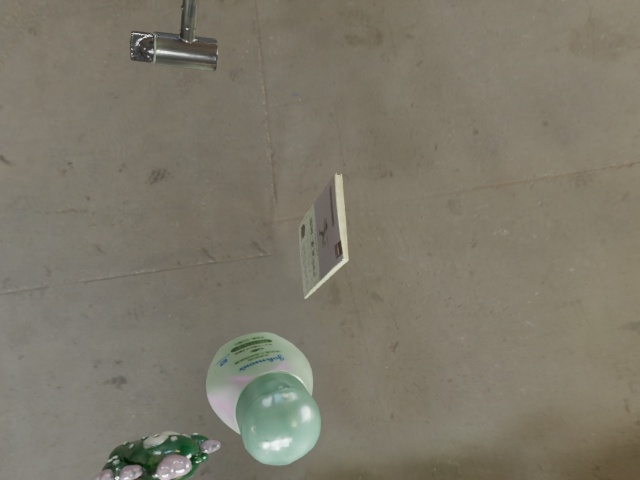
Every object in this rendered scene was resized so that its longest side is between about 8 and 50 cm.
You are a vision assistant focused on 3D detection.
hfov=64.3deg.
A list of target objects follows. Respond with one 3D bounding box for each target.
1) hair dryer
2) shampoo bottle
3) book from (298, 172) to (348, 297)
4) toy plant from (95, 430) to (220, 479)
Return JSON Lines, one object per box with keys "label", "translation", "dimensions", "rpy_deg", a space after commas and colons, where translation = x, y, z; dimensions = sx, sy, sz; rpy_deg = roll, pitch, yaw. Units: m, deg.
{"label": "hair dryer", "translation": [-0.322, -0.506, 1.146], "dimensions": [0.195, 0.248, 0.078], "rpy_deg": [-1, 48, -24]}
{"label": "shampoo bottle", "translation": [-0.107, 0.308, 1.013], "dimensions": [0.222, 0.349, 0.151], "rpy_deg": [-10, 103, -16]}
{"label": "book", "translation": [0.000, 0.000, 0.738], "dimensions": [0.014, 0.181, 0.127], "rpy_deg": [4, 67, -18]}
{"label": "toy plant", "translation": [-0.350, 0.478, 1.112], "dimensions": [0.243, 0.232, 0.112], "rpy_deg": [-7, 83, -2]}
